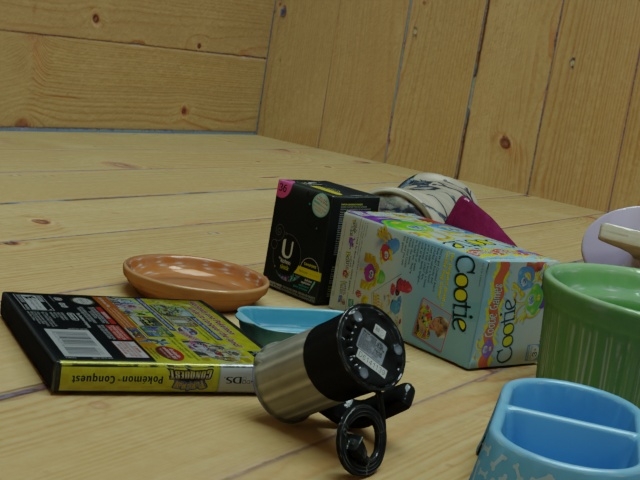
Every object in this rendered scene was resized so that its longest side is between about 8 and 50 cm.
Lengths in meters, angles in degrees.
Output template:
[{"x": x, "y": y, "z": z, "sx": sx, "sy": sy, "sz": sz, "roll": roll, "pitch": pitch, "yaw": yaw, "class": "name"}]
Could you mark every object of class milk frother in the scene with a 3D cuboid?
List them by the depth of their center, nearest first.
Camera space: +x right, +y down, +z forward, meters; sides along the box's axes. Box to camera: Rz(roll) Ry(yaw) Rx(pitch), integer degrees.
[{"x": 0.005, "y": 0.151, "z": 1.104, "sx": 0.134, "sy": 0.129, "sz": 0.143, "roll": -29, "pitch": 12, "yaw": 45, "class": "milk frother"}]

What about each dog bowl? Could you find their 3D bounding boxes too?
[{"x": 0.223, "y": 0.197, "z": 1.078, "sx": 0.165, "sy": 0.074, "sz": 0.297, "roll": 11, "pitch": 11, "yaw": 12, "class": "dog bowl"}]

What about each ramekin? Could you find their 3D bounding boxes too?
[{"x": 0.395, "y": 0.134, "z": 1.364, "sx": 0.303, "sy": 0.148, "sz": 0.303, "roll": 9, "pitch": 10, "yaw": -2, "class": "ramekin"}]

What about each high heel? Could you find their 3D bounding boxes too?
[{"x": 0.322, "y": 0.027, "z": 1.796, "sx": 0.127, "sy": 0.181, "sz": 0.377, "roll": 18, "pitch": 14, "yaw": 42, "class": "high heel"}]

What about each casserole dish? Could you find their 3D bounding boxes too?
[{"x": -0.016, "y": 0.113, "z": 1.439, "sx": 0.188, "sy": 0.037, "sz": 0.114, "roll": 3, "pitch": 12, "yaw": -26, "class": "casserole dish"}]

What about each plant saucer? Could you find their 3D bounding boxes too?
[{"x": -0.170, "y": 0.059, "z": 1.600, "sx": 0.200, "sy": 0.037, "sz": 0.200, "roll": 9, "pitch": 11, "yaw": -2, "class": "plant saucer"}]

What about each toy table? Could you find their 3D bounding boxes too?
[{"x": 0.582, "y": 0.024, "z": 1.975, "sx": 0.274, "sy": 0.252, "sz": 0.161, "roll": 2, "pitch": -8, "yaw": 8, "class": "toy table"}]

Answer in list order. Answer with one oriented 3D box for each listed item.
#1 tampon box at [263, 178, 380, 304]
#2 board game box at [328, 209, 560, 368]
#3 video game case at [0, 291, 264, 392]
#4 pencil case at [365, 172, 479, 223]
[{"x": 0.000, "y": 0.000, "z": 1.721, "sx": 0.101, "sy": 0.161, "sz": 0.120, "roll": -1, "pitch": 14, "yaw": -45, "class": "tampon box"}, {"x": 0.160, "y": 0.060, "z": 1.582, "sx": 0.142, "sy": 0.144, "sz": 0.275, "roll": 1, "pitch": 13, "yaw": -40, "class": "board game box"}, {"x": -0.202, "y": 0.109, "z": 1.298, "sx": 0.248, "sy": 0.035, "sz": 0.275, "roll": 4, "pitch": 11, "yaw": -26, "class": "video game case"}, {"x": 0.153, "y": -0.025, "z": 2.004, "sx": 0.183, "sy": 0.160, "sz": 0.410, "roll": 2, "pitch": 7, "yaw": 16, "class": "pencil case"}]
